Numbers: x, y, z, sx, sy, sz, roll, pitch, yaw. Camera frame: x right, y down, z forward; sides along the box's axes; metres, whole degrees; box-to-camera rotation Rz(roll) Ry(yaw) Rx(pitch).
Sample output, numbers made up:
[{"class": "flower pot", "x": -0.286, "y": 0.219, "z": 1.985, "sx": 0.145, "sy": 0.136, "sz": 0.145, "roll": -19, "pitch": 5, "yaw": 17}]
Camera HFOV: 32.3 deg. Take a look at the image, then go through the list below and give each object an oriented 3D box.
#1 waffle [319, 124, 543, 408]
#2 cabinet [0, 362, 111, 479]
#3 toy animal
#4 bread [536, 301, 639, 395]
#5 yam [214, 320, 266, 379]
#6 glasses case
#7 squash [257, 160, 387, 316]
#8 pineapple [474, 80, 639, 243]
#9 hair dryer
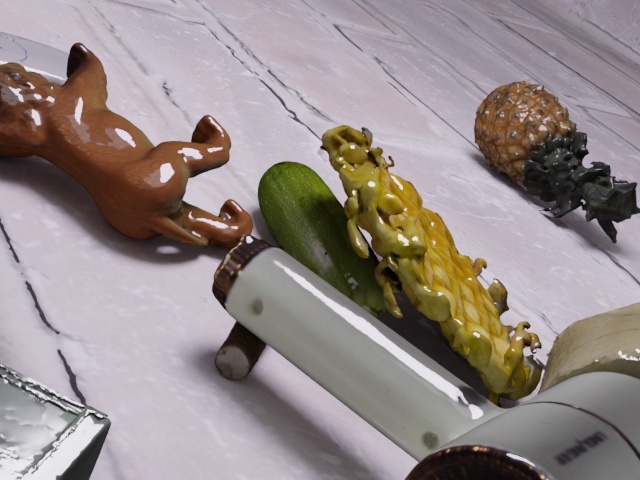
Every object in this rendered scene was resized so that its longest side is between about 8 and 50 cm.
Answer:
[{"class": "waffle", "x": 0.097, "y": 0.017, "z": 0.924, "sx": 0.280, "sy": 0.060, "sz": 0.262, "roll": 56, "pitch": 14, "yaw": 26}, {"class": "cabinet", "x": -0.216, "y": 0.106, "z": 0.405, "sx": 0.206, "sy": 0.145, "sz": 0.150, "roll": 26, "pitch": 23, "yaw": 5}, {"class": "toy animal", "x": -0.185, "y": -0.071, "z": 0.913, "sx": 0.312, "sy": 0.097, "sz": 0.157, "roll": 33, "pitch": 35, "yaw": 17}, {"class": "bread", "x": 0.236, "y": 0.120, "z": 0.816, "sx": 0.148, "sy": 0.134, "sz": 0.141, "roll": -3, "pitch": 14, "yaw": 20}, {"class": "yam", "x": -0.046, "y": 0.059, "z": 0.822, "sx": 0.032, "sy": 0.032, "sz": 0.145, "roll": 25, "pitch": 24, "yaw": 1}, {"class": "glasses case", "x": -0.309, "y": -0.158, "z": 1.000, "sx": 0.233, "sy": 0.059, "sz": 0.092, "roll": 10, "pitch": 24, "yaw": -33}, {"class": "squash", "x": 0.000, "y": 0.000, "z": 0.948, "sx": 0.069, "sy": 0.069, "sz": 0.239, "roll": 12, "pitch": 25, "yaw": -27}, {"class": "pineapple", "x": 0.296, "y": -0.099, "z": 1.390, "sx": 0.128, "sy": 0.128, "sz": 0.248, "roll": 7, "pitch": 33, "yaw": -36}, {"class": "hair dryer", "x": 0.055, "y": 0.098, "z": 0.713, "sx": 0.362, "sy": 0.128, "sz": 0.203, "roll": 35, "pitch": 25, "yaw": 27}]
